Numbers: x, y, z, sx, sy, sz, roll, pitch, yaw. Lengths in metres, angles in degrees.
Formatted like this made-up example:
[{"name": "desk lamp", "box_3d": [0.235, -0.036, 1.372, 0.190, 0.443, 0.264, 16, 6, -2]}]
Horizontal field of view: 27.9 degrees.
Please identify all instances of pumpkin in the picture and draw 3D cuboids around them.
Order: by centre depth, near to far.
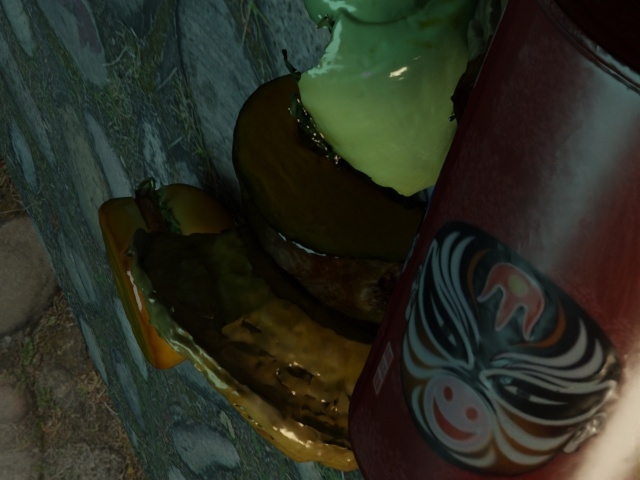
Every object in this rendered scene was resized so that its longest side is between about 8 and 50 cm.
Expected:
[{"name": "pumpkin", "box_3d": [0.000, 0.000, 1.232, 0.312, 0.148, 0.169, 55, 151, 36]}]

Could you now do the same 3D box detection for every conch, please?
[{"name": "conch", "box_3d": [0.045, -0.129, 0.985, 0.137, 0.143, 0.251, 15, 133, 8]}]

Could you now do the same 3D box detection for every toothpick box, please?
[{"name": "toothpick box", "box_3d": [0.152, 0.011, 0.707, 0.204, 0.204, 0.333, 51, 139, 32]}]

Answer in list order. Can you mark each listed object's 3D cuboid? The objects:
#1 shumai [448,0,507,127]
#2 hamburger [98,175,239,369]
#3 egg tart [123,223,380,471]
[{"name": "shumai", "box_3d": [0.145, -0.098, 0.840, 0.201, 0.120, 0.201, 44, 147, 39]}, {"name": "hamburger", "box_3d": [-0.170, 0.034, 1.610, 0.246, 0.170, 0.246, 163, 90, -79]}, {"name": "egg tart", "box_3d": [-0.038, 0.084, 1.304, 0.129, 0.341, 0.341, -48, 59, 17]}]
